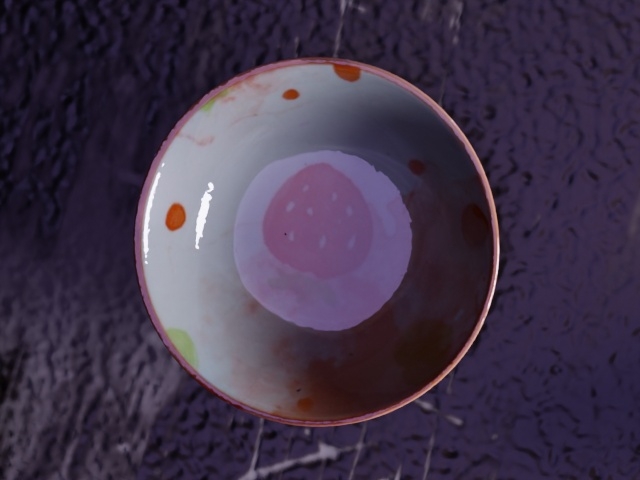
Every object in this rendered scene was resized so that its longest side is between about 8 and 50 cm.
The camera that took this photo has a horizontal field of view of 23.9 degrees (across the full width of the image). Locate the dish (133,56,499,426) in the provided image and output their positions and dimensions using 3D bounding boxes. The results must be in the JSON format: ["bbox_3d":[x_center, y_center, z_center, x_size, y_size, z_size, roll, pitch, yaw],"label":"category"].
[{"bbox_3d":[0.000,0.000,1.099,0.260,0.085,0.260,0,94,7],"label":"dish"}]
